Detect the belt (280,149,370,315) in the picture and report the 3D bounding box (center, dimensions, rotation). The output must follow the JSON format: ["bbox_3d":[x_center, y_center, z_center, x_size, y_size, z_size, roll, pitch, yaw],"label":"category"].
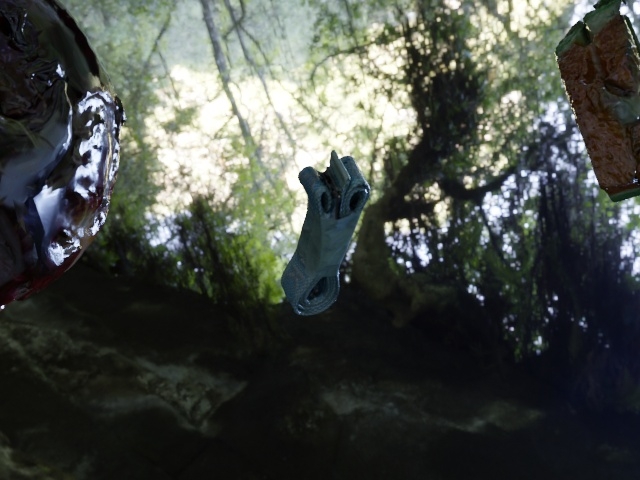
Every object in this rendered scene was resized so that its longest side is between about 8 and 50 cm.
[{"bbox_3d":[0.000,0.000,0.964,0.087,0.302,0.072,-6,-131,-18],"label":"belt"}]

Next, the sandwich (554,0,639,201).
[{"bbox_3d":[0.387,-0.159,0.856,0.109,0.292,0.212,-21,-157,35],"label":"sandwich"}]

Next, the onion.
[{"bbox_3d":[-0.315,-0.088,0.529,0.314,0.314,0.232,-32,-160,-30],"label":"onion"}]
